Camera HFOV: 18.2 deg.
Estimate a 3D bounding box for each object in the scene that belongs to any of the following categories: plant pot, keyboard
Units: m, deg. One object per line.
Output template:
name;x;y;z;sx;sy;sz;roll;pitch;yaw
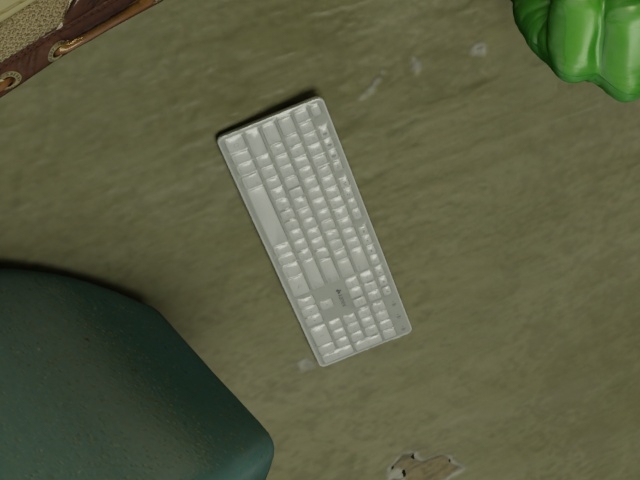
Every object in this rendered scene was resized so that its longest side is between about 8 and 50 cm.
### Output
plant pot;-0.178;0.162;1.245;0.252;0.248;0.247;-18;141;-39
keyboard;0.000;0.000;1.339;0.072;0.014;0.256;-26;139;-3

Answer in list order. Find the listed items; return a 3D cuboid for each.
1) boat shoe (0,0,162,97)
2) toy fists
boat shoe;-0.216;-0.089;1.055;0.342;0.123;0.123;-35;138;-2
toy fists;0.251;-0.168;1.210;0.279;0.142;0.096;-17;137;-14
